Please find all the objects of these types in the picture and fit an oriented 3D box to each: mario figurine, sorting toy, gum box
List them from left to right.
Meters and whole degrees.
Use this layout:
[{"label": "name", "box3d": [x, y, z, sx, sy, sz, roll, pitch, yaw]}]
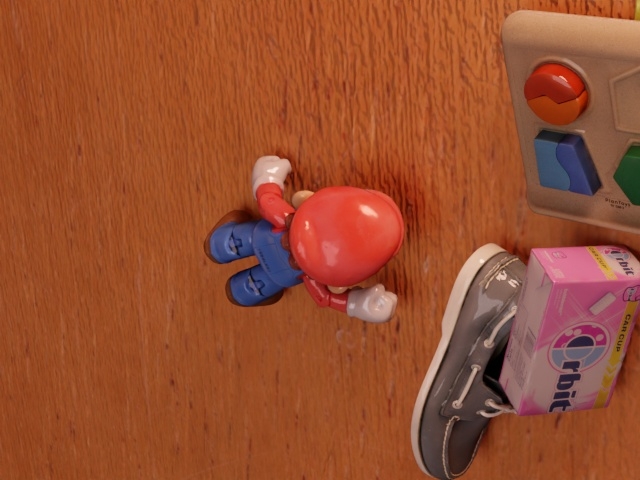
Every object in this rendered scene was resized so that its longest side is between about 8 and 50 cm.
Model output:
[{"label": "mario figurine", "box3d": [0.000, 0.000, 1.512, 0.198, 0.170, 0.320, 33, 156, -26]}, {"label": "gum box", "box3d": [0.262, 0.100, 1.300, 0.062, 0.107, 0.188, -113, 25, -53]}, {"label": "sorting toy", "box3d": [0.316, -0.097, 1.181, 0.307, 0.041, 0.229, 14, 131, 36]}]

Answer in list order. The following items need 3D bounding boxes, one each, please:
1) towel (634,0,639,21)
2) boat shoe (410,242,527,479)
[{"label": "towel", "box3d": [0.392, -0.161, 1.117, 0.237, 0.021, 0.102, 17, 123, 35]}, {"label": "boat shoe", "box3d": [0.185, 0.161, 1.408, 0.099, 0.116, 0.319, 30, 124, 32]}]
